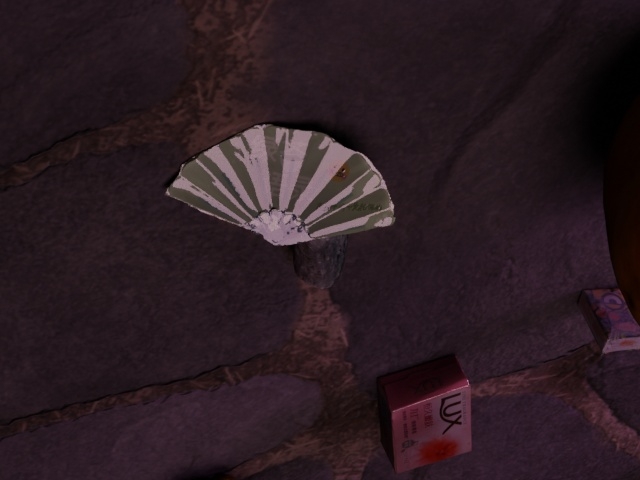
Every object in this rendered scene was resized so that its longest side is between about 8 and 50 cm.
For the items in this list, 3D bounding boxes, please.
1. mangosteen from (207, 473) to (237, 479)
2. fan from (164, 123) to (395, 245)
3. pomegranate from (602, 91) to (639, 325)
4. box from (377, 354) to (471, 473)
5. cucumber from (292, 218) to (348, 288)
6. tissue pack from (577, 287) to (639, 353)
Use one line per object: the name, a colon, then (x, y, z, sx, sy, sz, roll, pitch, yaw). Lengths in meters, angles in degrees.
mangosteen: (-0.130, 0.367, 1.947, 0.152, 0.152, 0.152, -13, 139, -11)
fan: (-0.036, -0.053, 1.574, 0.240, 0.009, 0.131, 7, 111, -10)
pomegranate: (0.490, -0.023, 1.621, 0.410, 0.410, 0.410, -13, 139, -11)
box: (0.132, 0.221, 1.955, 0.111, 0.060, 0.156, -18, 140, -8)
cucumber: (0.000, -0.001, 1.657, 0.064, 0.064, 0.112, -13, 140, -11)
tissue pack: (0.360, 0.096, 1.902, 0.063, 0.083, 0.035, -4, 134, -20)
